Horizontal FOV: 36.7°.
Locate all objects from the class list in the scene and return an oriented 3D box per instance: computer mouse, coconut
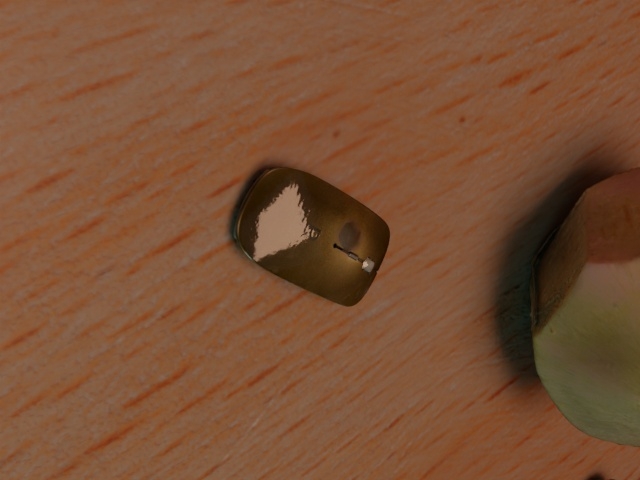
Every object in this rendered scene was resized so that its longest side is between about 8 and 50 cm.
[{"bbox_3d":[0.001,0.000,0.949,0.199,0.045,0.102,31,85,-42],"label":"computer mouse"},{"bbox_3d":[0.415,0.090,1.157,0.353,0.353,0.352,-14,112,-38],"label":"coconut"}]

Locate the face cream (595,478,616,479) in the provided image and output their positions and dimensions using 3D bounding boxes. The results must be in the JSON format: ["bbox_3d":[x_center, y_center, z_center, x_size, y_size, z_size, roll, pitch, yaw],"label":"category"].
[{"bbox_3d":[0.433,0.401,1.415,0.091,0.095,0.091,-13,111,-37],"label":"face cream"}]
